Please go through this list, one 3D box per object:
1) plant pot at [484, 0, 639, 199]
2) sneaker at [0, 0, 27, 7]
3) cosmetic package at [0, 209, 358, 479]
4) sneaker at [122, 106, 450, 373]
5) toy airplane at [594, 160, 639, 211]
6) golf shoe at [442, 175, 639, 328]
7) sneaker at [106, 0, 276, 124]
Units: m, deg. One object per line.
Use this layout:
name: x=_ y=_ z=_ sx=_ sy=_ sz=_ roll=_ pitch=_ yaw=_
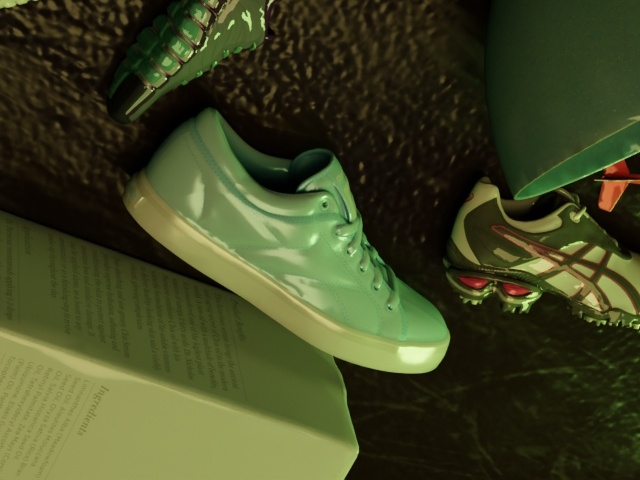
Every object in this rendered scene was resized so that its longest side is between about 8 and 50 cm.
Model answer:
plant pot: x=0.261 y=-0.186 z=1.694 sx=0.290 sy=0.290 sz=0.195 roll=-27 pitch=83 yaw=5
sneaker: x=-0.261 y=-0.244 z=1.653 sx=0.235 sy=0.090 sz=0.095 roll=-32 pitch=129 yaw=10
cosmetic package: x=-0.209 y=0.127 z=1.782 sx=0.453 sy=0.230 sz=0.161 roll=20 pitch=114 yaw=-19
sneaker: x=0.000 y=0.000 z=1.803 sx=0.366 sy=0.135 sz=0.150 roll=29 pitch=113 yaw=-24
toy airplane: x=0.338 y=-0.058 z=1.888 sx=0.151 sy=0.028 sz=0.151 roll=-3 pitch=103 yaw=-14
golf shoe: x=0.260 y=0.015 z=1.879 sx=0.272 sy=0.105 sz=0.120 roll=8 pitch=108 yaw=-16
sneaker: x=-0.099 y=-0.179 z=1.718 sx=0.098 sy=0.083 sz=0.224 roll=32 pitch=108 yaw=-29
